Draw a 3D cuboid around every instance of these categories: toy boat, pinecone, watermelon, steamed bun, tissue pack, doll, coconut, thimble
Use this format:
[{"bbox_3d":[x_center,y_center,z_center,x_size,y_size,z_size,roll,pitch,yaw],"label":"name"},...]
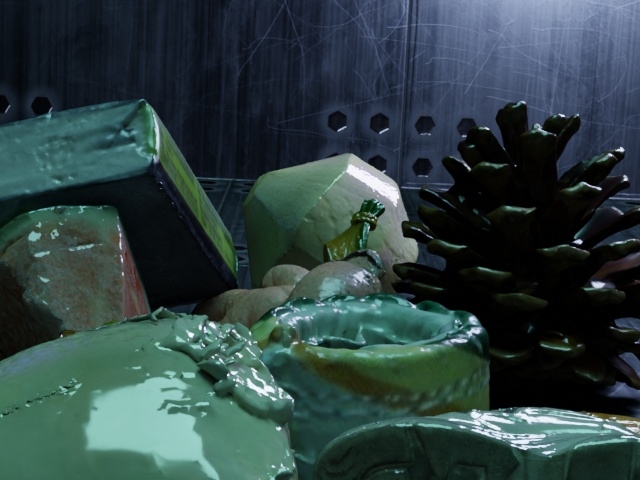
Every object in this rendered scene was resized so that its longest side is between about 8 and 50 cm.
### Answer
[{"bbox_3d":[0.054,0.060,1.983,0.088,0.230,0.089,-6,-7,-8],"label":"toy boat"},{"bbox_3d":[0.268,0.009,1.903,0.384,0.385,0.384,3,10,-1],"label":"pinecone"},{"bbox_3d":[-0.253,0.103,1.745,0.292,0.283,0.250,35,39,21],"label":"watermelon"},{"bbox_3d":[-0.159,0.182,1.073,0.311,0.233,0.334,-13,7,-9],"label":"steamed bun"},{"bbox_3d":[-0.286,-0.020,1.894,0.288,0.124,0.394,-10,-25,7],"label":"tissue pack"},{"bbox_3d":[-0.043,0.122,1.913,0.303,0.156,0.201,-12,41,39],"label":"doll"},{"bbox_3d":[0.000,0.000,2.143,0.259,0.259,0.259,3,10,-1],"label":"coconut"},{"bbox_3d":[0.040,0.155,1.566,0.254,0.167,0.288,9,11,38],"label":"thimble"}]

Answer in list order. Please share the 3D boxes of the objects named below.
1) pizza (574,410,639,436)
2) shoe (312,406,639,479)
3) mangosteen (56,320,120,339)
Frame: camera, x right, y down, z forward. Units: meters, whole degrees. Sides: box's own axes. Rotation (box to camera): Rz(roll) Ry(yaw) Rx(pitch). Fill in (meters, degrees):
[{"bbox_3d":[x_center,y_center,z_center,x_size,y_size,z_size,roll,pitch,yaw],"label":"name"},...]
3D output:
[{"bbox_3d":[0.306,0.212,1.586,0.178,0.041,0.131,5,9,8],"label":"pizza"},{"bbox_3d":[0.160,0.220,1.407,0.341,0.132,0.210,1,1,-4],"label":"shoe"},{"bbox_3d":[-0.211,0.169,1.404,0.166,0.180,0.166,-22,-11,-5],"label":"mangosteen"}]
